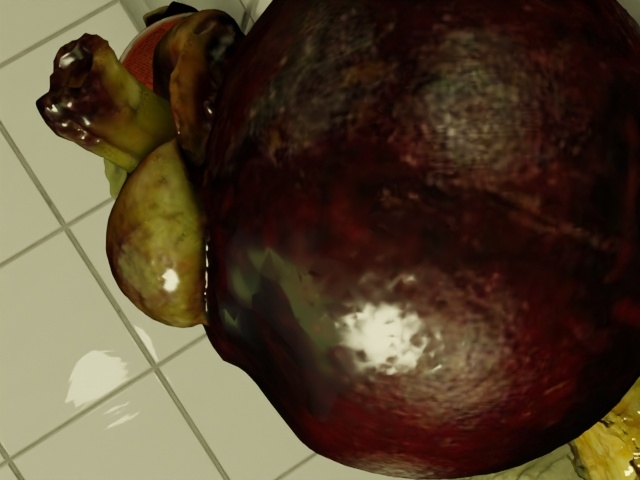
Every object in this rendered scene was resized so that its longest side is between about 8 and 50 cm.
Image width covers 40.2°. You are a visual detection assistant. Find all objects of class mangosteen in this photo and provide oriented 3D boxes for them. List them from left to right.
[{"bbox_3d":[0.040,-0.013,0.464,0.297,0.293,0.297,57,163,29],"label":"mangosteen"}]

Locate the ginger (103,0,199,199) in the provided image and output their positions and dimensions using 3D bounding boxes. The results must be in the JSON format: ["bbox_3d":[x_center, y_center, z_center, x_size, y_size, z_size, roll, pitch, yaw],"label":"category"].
[{"bbox_3d":[-0.263,-0.152,1.415,0.211,0.358,0.414,7,133,34],"label":"ginger"}]

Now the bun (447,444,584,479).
[{"bbox_3d":[0.240,0.270,0.878,0.220,0.134,0.220,29,172,5],"label":"bun"}]

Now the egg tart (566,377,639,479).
[{"bbox_3d":[0.236,0.142,0.616,0.213,0.090,0.213,57,169,18],"label":"egg tart"}]

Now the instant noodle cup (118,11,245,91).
[{"bbox_3d":[-0.140,-0.173,1.182,0.192,0.250,0.250,31,153,55],"label":"instant noodle cup"}]
